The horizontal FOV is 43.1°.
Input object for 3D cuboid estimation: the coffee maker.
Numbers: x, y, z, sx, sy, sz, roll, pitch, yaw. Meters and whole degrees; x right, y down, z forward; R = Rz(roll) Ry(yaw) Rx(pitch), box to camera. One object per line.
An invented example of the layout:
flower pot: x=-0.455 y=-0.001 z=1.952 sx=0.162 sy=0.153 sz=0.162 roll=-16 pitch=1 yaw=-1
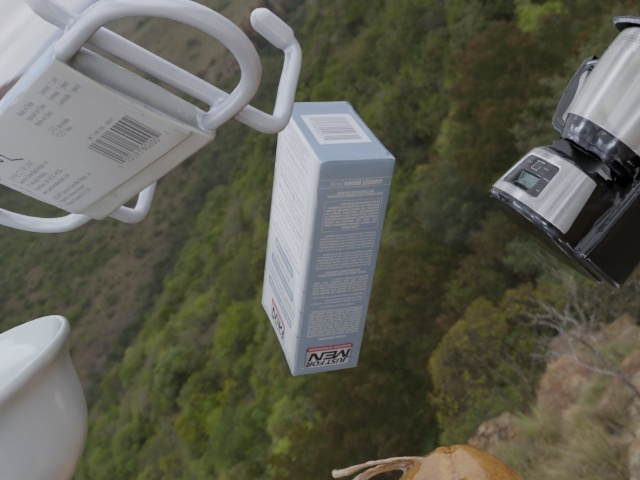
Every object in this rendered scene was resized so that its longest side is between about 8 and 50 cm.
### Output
coffee maker: x=0.246 y=-0.054 z=0.632 sx=0.178 sy=0.171 sz=0.120 roll=-53 pitch=8 yaw=7

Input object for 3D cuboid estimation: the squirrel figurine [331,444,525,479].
squirrel figurine: x=0.051 y=0.343 z=0.541 sx=0.370 sy=0.281 sz=0.397 roll=-60 pitch=8 yaw=36

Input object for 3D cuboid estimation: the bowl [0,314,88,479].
bowl: x=-0.283 y=0.190 z=0.593 sx=0.298 sy=0.134 sz=0.298 roll=-28 pitch=14 yaw=7

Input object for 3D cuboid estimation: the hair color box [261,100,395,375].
hair color box: x=0.000 y=0.000 z=1.226 sx=0.185 sy=0.113 sz=0.374 roll=-120 pitch=31 yaw=-51

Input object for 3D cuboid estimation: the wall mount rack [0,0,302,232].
wall mount rack: x=-0.196 y=-0.133 z=0.557 sx=0.350 sy=0.304 sz=0.130 roll=-24 pitch=49 yaw=45
